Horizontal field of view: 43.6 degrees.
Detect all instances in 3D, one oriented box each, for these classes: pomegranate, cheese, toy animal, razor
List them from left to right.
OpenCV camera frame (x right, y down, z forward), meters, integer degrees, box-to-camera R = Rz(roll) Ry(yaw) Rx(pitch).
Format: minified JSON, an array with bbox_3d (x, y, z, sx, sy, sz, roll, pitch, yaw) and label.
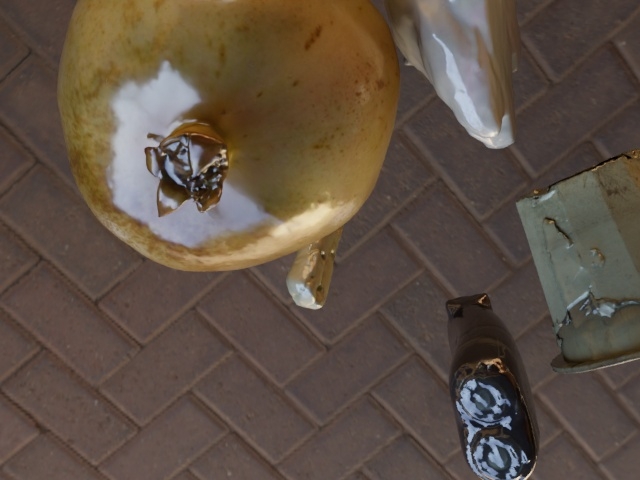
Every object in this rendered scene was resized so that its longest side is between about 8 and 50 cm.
[{"bbox_3d":[-0.079,-0.114,0.688,0.320,0.319,0.319,-4,111,-11],"label":"pomegranate"},{"bbox_3d":[0.000,0.000,1.043,0.044,0.193,0.065,-7,139,27],"label":"cheese"},{"bbox_3d":[0.110,-0.248,0.789,0.188,0.266,0.307,1,109,18],"label":"toy animal"},{"bbox_3d":[0.257,0.212,1.222,0.114,0.349,0.204,-15,101,11],"label":"razor"}]

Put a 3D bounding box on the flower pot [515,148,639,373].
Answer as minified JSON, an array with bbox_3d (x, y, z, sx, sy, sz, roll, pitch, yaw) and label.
[{"bbox_3d":[0.314,0.019,0.870,0.212,0.212,0.202,-23,88,-3],"label":"flower pot"}]
